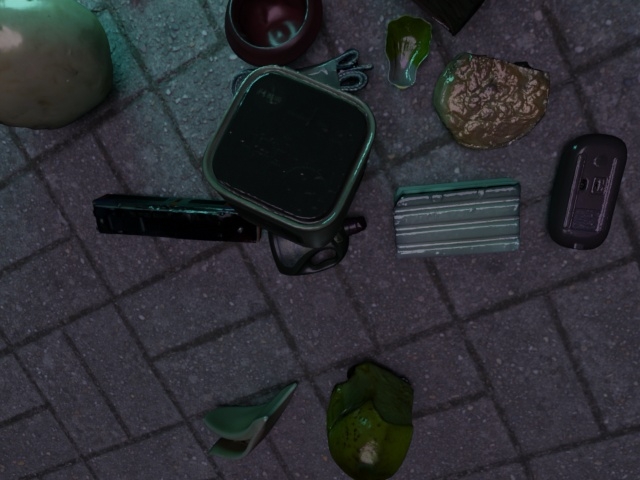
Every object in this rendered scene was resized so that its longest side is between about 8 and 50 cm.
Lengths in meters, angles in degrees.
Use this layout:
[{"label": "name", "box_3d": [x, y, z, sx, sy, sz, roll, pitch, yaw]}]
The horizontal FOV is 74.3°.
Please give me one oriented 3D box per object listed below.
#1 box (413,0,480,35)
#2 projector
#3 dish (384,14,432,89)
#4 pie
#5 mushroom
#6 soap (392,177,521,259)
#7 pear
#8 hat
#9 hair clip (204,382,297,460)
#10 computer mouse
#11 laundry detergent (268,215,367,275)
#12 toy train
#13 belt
[{"label": "box", "box_3d": [0.218, -0.504, 0.686, 0.225, 0.297, 0.190, 41, 110, -2]}, {"label": "projector", "box_3d": [-0.049, -0.140, 0.810, 0.248, 0.249, 0.248, 24, 83, 4]}, {"label": "dish", "box_3d": [0.172, -0.378, 0.858, 0.091, 0.039, 0.137, 8, 106, 3]}, {"label": "pie", "box_3d": [0.335, -0.274, 0.848, 0.218, 0.052, 0.185, 17, 105, 3]}, {"label": "mushroom", "box_3d": [-0.620, -0.415, 0.886, 0.314, 0.314, 0.336, -39, 74, 17]}, {"label": "soap", "box_3d": [0.287, -0.048, 0.898, 0.262, 0.094, 0.150, -4, 108, 10]}, {"label": "pear", "box_3d": [0.091, 0.444, 0.973, 0.164, 0.255, 0.238, 33, 112, -1]}, {"label": "hat", "box_3d": [-0.094, -0.442, 0.857, 0.206, 0.089, 0.205, 0, 89, 9]}, {"label": "hair clip", "box_3d": [-0.190, 0.478, 1.083, 0.282, 0.172, 0.113, -21, 92, 24]}, {"label": "computer mouse", "box_3d": [0.538, -0.097, 0.855, 0.120, 0.057, 0.232, 6, 103, 8]}, {"label": "laundry detergent", "box_3d": [0.000, 0.000, 0.966, 0.222, 0.078, 0.144, -12, 99, 11]}, {"label": "toy train", "box_3d": [-0.331, -0.056, 1.003, 0.410, 0.089, 0.086, 3, 115, 8]}, {"label": "belt", "box_3d": [-0.040, -0.339, 0.887, 0.303, 0.072, 0.087, -6, 105, 11]}]
